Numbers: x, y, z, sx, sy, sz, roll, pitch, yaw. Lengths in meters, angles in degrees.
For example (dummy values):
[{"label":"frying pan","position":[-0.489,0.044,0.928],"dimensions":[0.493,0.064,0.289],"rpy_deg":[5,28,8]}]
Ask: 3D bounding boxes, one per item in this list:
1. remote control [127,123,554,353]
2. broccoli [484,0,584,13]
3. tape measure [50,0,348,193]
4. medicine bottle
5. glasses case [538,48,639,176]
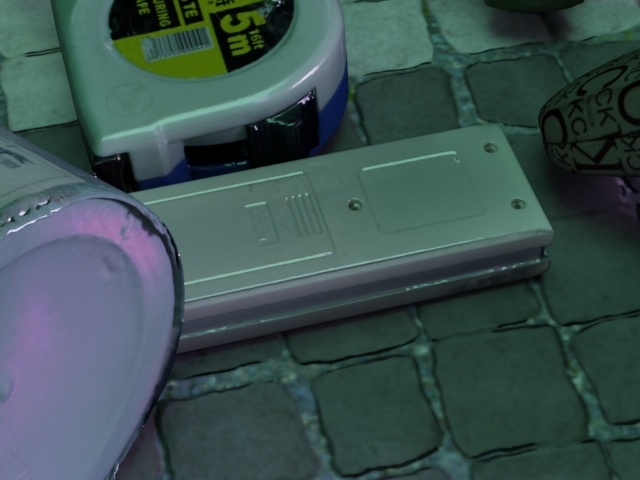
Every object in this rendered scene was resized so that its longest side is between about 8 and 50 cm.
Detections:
[{"label":"remote control","position":[0.000,0.000,0.876],"dimensions":[0.277,0.056,0.103],"rpy_deg":[-11,50,-9]},{"label":"broccoli","position":[0.174,-0.305,1.032],"dimensions":[0.269,0.270,0.270],"rpy_deg":[3,82,4]},{"label":"tape measure","position":[-0.109,-0.173,0.997],"dimensions":[0.215,0.098,0.351],"rpy_deg":[-15,53,-8]},{"label":"medicine bottle","position":[-0.258,0.026,0.743],"dimensions":[0.290,0.245,0.245],"rpy_deg":[27,55,25]},{"label":"glasses case","position":[0.290,-0.095,0.823],"dimensions":[0.354,0.085,0.137],"rpy_deg":[-6,17,47]}]
